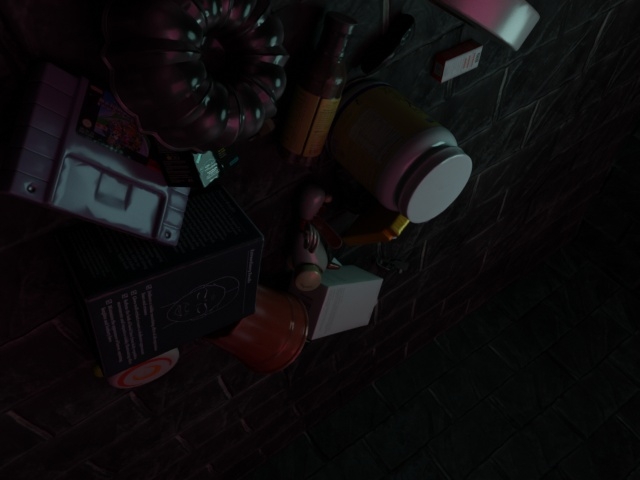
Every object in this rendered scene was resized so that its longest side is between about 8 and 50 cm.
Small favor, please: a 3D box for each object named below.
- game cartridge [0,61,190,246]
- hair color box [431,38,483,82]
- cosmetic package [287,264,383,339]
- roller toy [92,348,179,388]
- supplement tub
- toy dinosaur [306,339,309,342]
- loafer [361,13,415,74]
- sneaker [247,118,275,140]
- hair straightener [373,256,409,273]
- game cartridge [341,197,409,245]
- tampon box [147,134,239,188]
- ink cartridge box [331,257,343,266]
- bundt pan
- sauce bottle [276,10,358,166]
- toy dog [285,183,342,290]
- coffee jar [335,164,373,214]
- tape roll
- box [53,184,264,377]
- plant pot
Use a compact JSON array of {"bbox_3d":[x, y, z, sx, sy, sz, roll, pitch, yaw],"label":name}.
[{"bbox_3d":[-0.374,-0.139,0.944,0.355,0.068,0.230,26,76,-57],"label":"game cartridge"},{"bbox_3d":[0.383,-0.503,1.450,0.141,0.043,0.072,-27,146,-20],"label":"hair color box"},{"bbox_3d":[0.046,0.203,1.780,0.366,0.155,0.196,1,110,-57],"label":"cosmetic package"},{"bbox_3d":[-0.488,0.289,1.385,0.191,0.146,0.209,-32,155,2],"label":"roller toy"},{"bbox_3d":[0.189,-0.224,1.305,0.241,0.331,0.241,-29,147,-21],"label":"supplement tub"},{"bbox_3d":[-0.137,0.293,1.839,0.160,0.121,0.313,-39,141,-38],"label":"toy dinosaur"},{"bbox_3d":[0.169,-0.462,1.252,0.170,0.062,0.061,-44,154,7],"label":"loafer"},{"bbox_3d":[-0.159,-0.278,1.111,0.071,0.066,0.188,-39,149,-1],"label":"sneaker"},{"bbox_3d":[0.291,0.094,2.060,0.230,0.089,0.047,16,100,-51],"label":"hair straightener"},{"bbox_3d":[0.227,-0.117,1.514,0.323,0.053,0.285,-51,-165,-17],"label":"game cartridge"},{"bbox_3d":[-0.248,-0.198,0.992,0.120,0.102,0.160,-46,132,-46],"label":"tampon box"},{"bbox_3d":[0.011,0.151,1.885,0.179,0.045,0.145,-58,149,-8],"label":"ink cartridge box"},{"bbox_3d":[-0.180,-0.306,0.856,0.331,0.124,0.330,-14,110,-44],"label":"bundt pan"},{"bbox_3d":[-0.005,-0.333,1.169,0.111,0.111,0.344,-12,139,-39],"label":"sauce bottle"},{"bbox_3d":[0.000,0.000,1.532,0.161,0.220,0.333,-2,145,-17],"label":"toy dog"},{"bbox_3d":[0.104,-0.159,1.539,0.096,0.079,0.184,-42,150,-14],"label":"coffee jar"},{"bbox_3d":[0.222,-0.482,0.964,0.392,0.392,0.072,1,129,-48],"label":"tape roll"},{"bbox_3d":[-0.360,0.087,1.208,0.396,0.212,0.293,-20,143,-30],"label":"box"},{"bbox_3d":[-0.218,0.230,1.525,0.272,0.272,0.265,-44,141,4],"label":"plant pot"}]
